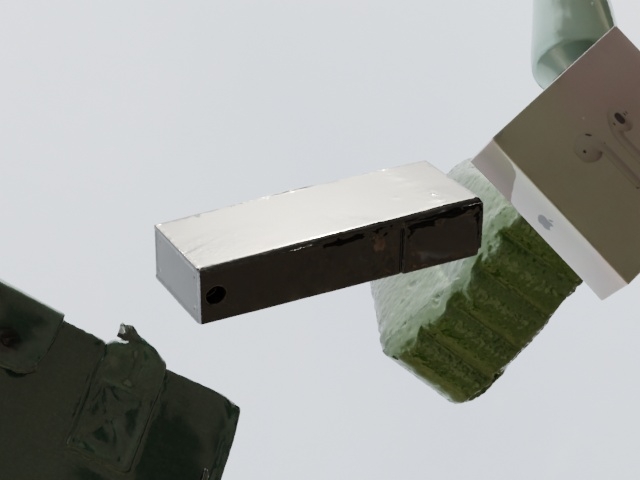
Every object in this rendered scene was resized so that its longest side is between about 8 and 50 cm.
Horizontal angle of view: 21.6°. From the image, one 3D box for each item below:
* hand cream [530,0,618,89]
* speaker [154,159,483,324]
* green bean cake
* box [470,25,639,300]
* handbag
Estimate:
[{"bbox_3d":[0.190,-0.244,1.290,0.109,0.067,0.320,57,-152,-50],"label":"hand cream"},{"bbox_3d":[0.000,0.000,1.161,0.218,0.082,0.044,-15,-59,-26],"label":"speaker"},{"bbox_3d":[0.157,0.025,1.680,0.125,0.248,0.222,34,-76,-17],"label":"green bean cake"},{"bbox_3d":[0.192,-0.052,1.124,0.130,0.051,0.129,-42,-92,-23],"label":"box"},{"bbox_3d":[-0.227,0.132,0.999,0.326,0.089,0.238,27,-115,-17],"label":"handbag"}]
